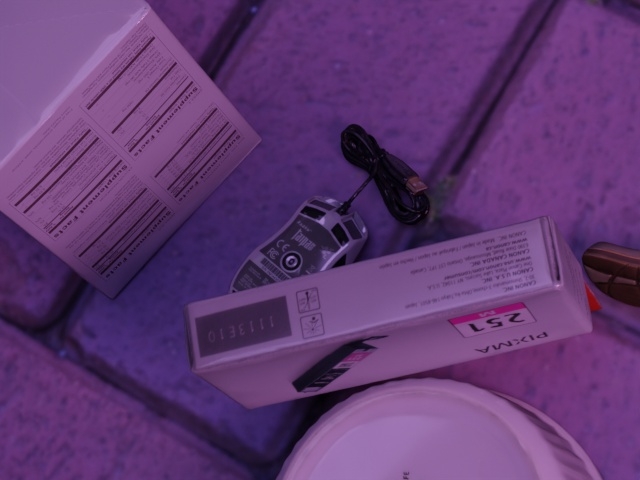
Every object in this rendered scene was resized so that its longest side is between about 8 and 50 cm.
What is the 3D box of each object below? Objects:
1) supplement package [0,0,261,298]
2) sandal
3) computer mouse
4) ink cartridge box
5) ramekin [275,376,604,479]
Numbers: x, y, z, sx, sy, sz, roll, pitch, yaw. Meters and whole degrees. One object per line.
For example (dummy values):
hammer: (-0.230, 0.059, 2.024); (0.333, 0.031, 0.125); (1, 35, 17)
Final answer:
supplement package: (-0.218, -0.119, 1.564); (0.198, 0.263, 0.199); (-47, 63, -3)
sandal: (0.289, 0.033, 1.450); (0.180, 0.072, 0.049); (21, 57, 29)
computer mouse: (0.000, 0.000, 1.571); (0.106, 0.042, 0.193); (41, 82, 22)
ink cartridge box: (0.066, 0.073, 1.408); (0.275, 0.239, 0.060); (-14, 68, 14)
ramekin: (0.083, 0.226, 1.408); (0.273, 0.127, 0.273); (-6, 69, 16)
